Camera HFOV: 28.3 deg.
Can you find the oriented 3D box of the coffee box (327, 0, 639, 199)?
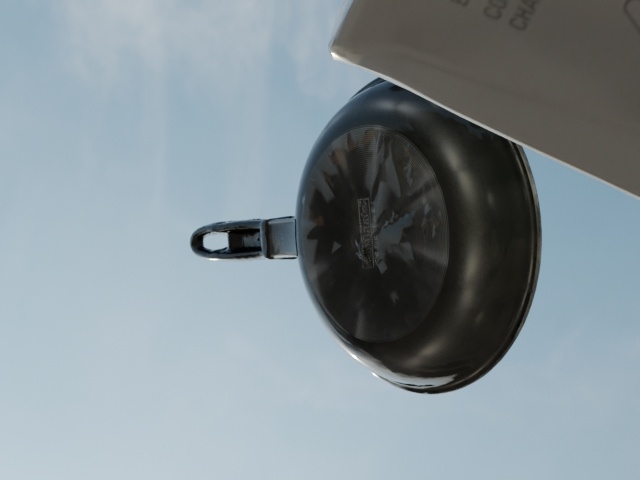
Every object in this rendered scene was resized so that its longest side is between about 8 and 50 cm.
[{"bbox_3d":[0.234,-0.200,0.411,0.338,0.334,0.338,23,-52,-6],"label":"coffee box"}]

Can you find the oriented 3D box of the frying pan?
[{"bbox_3d":[0.007,-0.027,0.804,0.053,0.326,0.197,-5,-67,-41],"label":"frying pan"}]
